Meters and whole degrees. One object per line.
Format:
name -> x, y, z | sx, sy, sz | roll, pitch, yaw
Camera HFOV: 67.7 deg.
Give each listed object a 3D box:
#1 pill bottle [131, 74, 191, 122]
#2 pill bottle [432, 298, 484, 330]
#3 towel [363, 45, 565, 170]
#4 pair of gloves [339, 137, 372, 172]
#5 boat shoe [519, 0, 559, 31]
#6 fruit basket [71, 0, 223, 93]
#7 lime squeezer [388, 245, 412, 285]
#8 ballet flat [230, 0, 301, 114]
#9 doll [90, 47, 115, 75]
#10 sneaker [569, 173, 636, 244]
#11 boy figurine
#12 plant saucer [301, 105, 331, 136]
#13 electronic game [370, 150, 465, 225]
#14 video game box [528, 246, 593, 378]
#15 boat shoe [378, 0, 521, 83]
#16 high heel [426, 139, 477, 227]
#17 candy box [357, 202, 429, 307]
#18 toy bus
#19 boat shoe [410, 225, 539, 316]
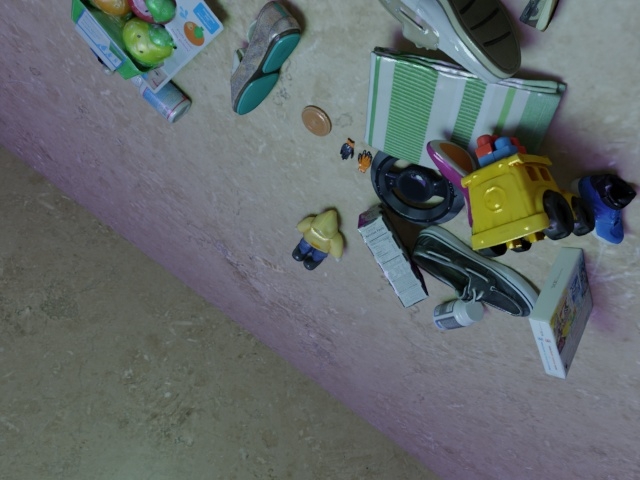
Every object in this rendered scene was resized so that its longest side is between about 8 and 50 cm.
pill bottle -> -0.460, -0.423, 1.375 | 0.160, 0.087, 0.087 | 44, 150, -9
pill bottle -> 0.385, 0.205, 1.337 | 0.078, 0.078, 0.137 | 43, 151, -8
towel -> 0.242, -0.222, 0.889 | 0.325, 0.038, 0.248 | 17, 147, 12
pair of gloves -> 0.085, -0.204, 1.160 | 0.083, 0.010, 0.074 | 35, 151, 6
boat shoe -> 0.309, -0.360, 0.651 | 0.049, 0.056, 0.152 | 21, 147, 19
fruit basket -> -0.428, -0.540, 1.105 | 0.353, 0.165, 0.327 | -11, 125, 49
lime squeezer -> 0.210, 0.058, 1.346 | 0.110, 0.059, 0.310 | 17, 145, 32
ballet flat -> -0.138, -0.403, 1.061 | 0.106, 0.107, 0.316 | 60, 144, 2
doll -> -0.641, -0.561, 1.423 | 0.129, 0.046, 0.189 | 30, 157, -5
sneaker -> 0.519, -0.054, 0.846 | 0.152, 0.058, 0.084 | 53, 157, -12
boy figurine -> 0.000, 0.000, 1.463 | 0.177, 0.092, 0.285 | 40, 154, 2
plant saucer -> -0.012, -0.285, 1.150 | 0.083, 0.013, 0.083 | 27, 149, 18
electronic game -> 0.218, -0.129, 1.080 | 0.229, 0.048, 0.229 | 23, 139, 21
video game box -> 0.507, 0.150, 0.996 | 0.048, 0.205, 0.187 | 9, 139, 43
boat shoe -> 0.185, -0.358, 0.747 | 0.302, 0.113, 0.103 | 50, 151, 0
high heel -> 0.269, -0.103, 0.937 | 0.244, 0.082, 0.117 | 25, 142, -27
candy box -> 0.179, 0.034, 1.195 | 0.071, 0.159, 0.233 | -29, 100, 13
toy bus -> 0.350, -0.088, 0.835 | 0.149, 0.220, 0.211 | -26, 73, 48
boat shoe -> 0.365, 0.101, 1.169 | 0.335, 0.119, 0.121 | 33, 150, 9
